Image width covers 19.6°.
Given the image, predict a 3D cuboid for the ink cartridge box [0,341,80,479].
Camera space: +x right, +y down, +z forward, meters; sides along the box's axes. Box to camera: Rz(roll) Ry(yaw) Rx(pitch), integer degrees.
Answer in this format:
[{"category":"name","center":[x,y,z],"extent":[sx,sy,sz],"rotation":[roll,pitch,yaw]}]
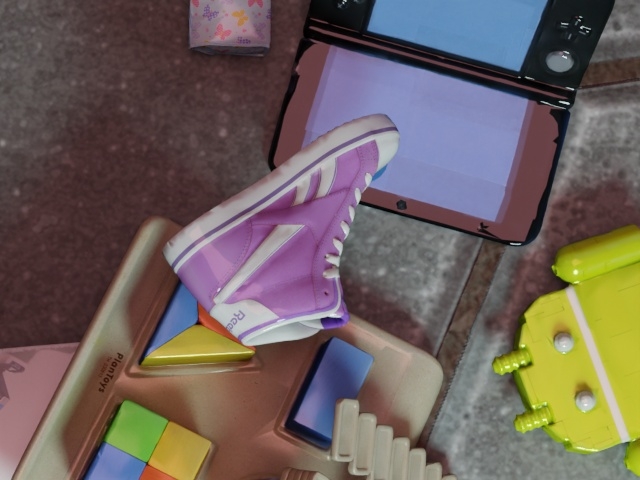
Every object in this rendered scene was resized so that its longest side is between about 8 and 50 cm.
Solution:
[{"category":"ink cartridge box","center":[-0.287,0.235,1.807],"extent":[0.296,0.066,0.261],"rotation":[-5,80,-5]}]

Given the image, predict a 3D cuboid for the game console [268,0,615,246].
[{"category":"game console","center":[0.118,-0.161,1.853],"extent":[0.293,0.250,0.173],"rotation":[15,53,-1]}]

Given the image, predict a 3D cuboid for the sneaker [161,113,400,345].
[{"category":"sneaker","center":[0.000,0.001,1.781],"extent":[0.282,0.102,0.161],"rotation":[-36,80,-26]}]

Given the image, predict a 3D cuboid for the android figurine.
[{"category":"android figurine","center":[0.310,0.114,1.872],"extent":[0.272,0.056,0.248],"rotation":[-17,82,-8]}]

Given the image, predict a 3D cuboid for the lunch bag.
[{"category":"lunch bag","center":[-0.095,-0.228,1.905],"extent":[0.083,0.053,0.071],"rotation":[1,82,-13]}]

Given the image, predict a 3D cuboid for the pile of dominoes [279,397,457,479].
[{"category":"pile of dominoes","center":[0.043,0.277,1.765],"extent":[0.040,0.251,0.196],"rotation":[3,66,38]}]

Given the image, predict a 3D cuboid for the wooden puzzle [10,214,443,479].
[{"category":"wooden puzzle","center":[-0.077,0.181,1.773],"extent":[0.348,0.080,0.322],"rotation":[29,71,-10]}]
